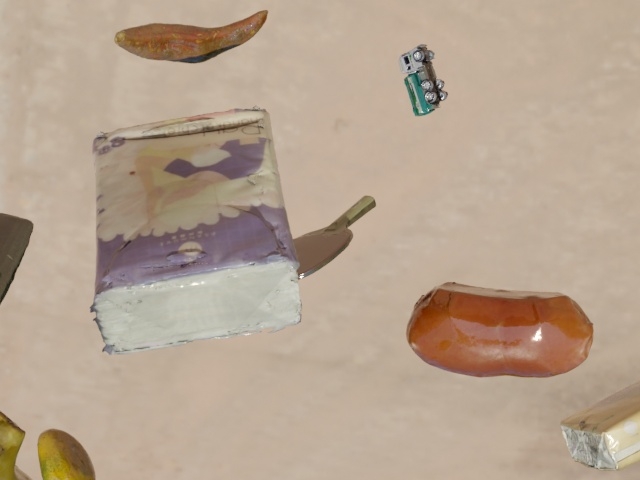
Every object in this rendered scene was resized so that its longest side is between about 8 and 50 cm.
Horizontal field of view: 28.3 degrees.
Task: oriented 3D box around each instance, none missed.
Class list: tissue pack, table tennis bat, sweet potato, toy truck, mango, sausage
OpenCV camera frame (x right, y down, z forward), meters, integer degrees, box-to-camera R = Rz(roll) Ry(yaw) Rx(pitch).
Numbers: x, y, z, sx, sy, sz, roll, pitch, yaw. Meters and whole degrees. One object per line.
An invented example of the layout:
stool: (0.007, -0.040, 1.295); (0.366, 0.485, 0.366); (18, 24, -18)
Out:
tissue pack: (0.521, 0.288, 2.059); (0.222, 0.090, 0.186); (-26, -177, -12)
table tennis bat: (0.000, 0.000, 1.795); (0.131, 0.234, 0.022); (-3, 117, 45)
sweet potato: (-0.201, -0.309, 1.957); (0.255, 0.058, 0.078); (-11, 135, -26)
tissue pack: (-0.160, -0.023, 1.576); (0.242, 0.344, 0.125); (-10, 128, -2)
toy truck: (0.125, -0.198, 1.575); (0.044, 0.083, 0.039); (-17, 180, 31)
mango: (-0.352, 0.309, 1.745); (0.057, 0.114, 0.079); (-44, 161, 29)
sausage: (0.248, 0.127, 1.770); (0.258, 0.133, 0.133); (3, 158, 10)

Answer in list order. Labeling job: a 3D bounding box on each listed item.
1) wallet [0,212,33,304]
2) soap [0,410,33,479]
wallet: (-0.409, 0.015, 1.207); (0.245, 0.169, 0.052); (9, 127, 1)
soap: (-0.434, 0.214, 1.147); (0.281, 0.259, 0.143); (33, 149, 29)
